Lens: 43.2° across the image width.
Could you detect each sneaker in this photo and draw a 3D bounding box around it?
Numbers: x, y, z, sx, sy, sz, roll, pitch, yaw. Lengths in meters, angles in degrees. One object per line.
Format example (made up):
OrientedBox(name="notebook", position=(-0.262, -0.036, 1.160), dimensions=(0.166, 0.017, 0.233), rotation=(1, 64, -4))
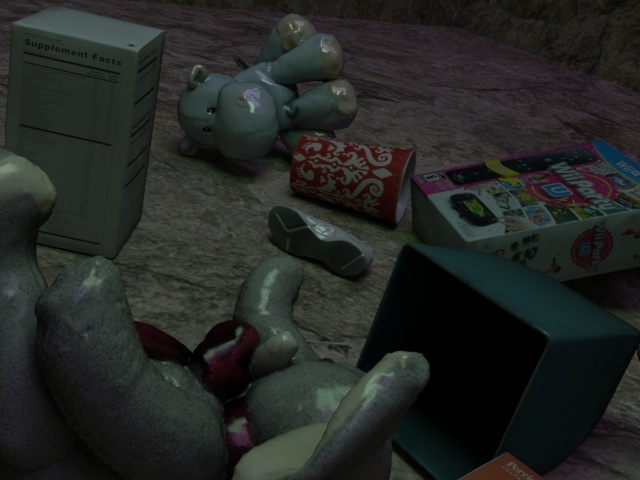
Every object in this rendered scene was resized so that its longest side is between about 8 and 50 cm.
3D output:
OrientedBox(name="sneaker", position=(0.000, 0.000, 1.043), dimensions=(0.152, 0.054, 0.061), rotation=(29, 18, 19))

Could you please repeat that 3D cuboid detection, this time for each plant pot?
OrientedBox(name="plant pot", position=(0.183, 0.110, 0.757), dimensions=(0.234, 0.166, 0.165), rotation=(0, 26, -42))

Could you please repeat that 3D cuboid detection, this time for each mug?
OrientedBox(name="mug", position=(0.048, -0.088, 1.227), dimensions=(0.169, 0.150, 0.113), rotation=(14, 59, 12))

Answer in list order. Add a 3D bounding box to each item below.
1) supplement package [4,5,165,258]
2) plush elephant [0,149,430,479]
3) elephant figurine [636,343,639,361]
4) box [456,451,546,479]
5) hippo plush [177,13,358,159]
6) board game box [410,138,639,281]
OrientedBox(name="supplement package", position=(-0.270, -0.126, 0.926), dimensions=(0.139, 0.244, 0.134), rotation=(13, 24, -3))
OrientedBox(name="plush elephant", position=(-0.069, 0.109, 0.506), dimensions=(0.255, 0.272, 0.330), rotation=(-14, 62, -24))
OrientedBox(name="elephant figurine", position=(0.435, 0.176, 0.756), dimensions=(0.239, 0.169, 0.186), rotation=(-2, 6, -37))
OrientedBox(name="box", position=(0.111, 0.233, 0.521), dimensions=(0.170, 0.091, 0.130), rotation=(-12, 34, -44))
OrientedBox(name="hippo plush", position=(-0.109, -0.242, 1.288), dimensions=(0.294, 0.234, 0.236), rotation=(29, 27, 30))
OrientedBox(name="board game box", position=(0.302, -0.036, 1.116), dimensions=(0.303, 0.098, 0.224), rotation=(-10, 29, -9))
